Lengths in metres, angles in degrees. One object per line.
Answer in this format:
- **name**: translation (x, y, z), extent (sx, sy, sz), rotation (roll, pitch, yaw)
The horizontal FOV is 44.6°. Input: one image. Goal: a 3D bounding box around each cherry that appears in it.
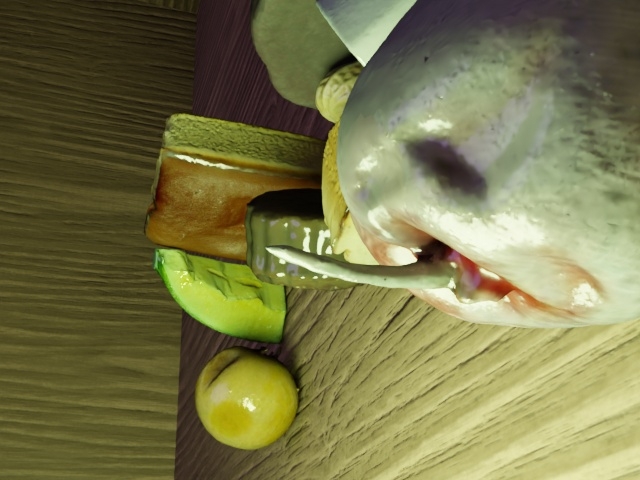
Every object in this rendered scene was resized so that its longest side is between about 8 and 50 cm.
- **cherry**: translation (0.165, -0.088, 0.577), extent (0.326, 0.291, 0.335), rotation (-85, 21, -79)

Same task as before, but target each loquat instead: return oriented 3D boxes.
- **loquat**: translation (-0.140, 0.295, 1.498), extent (0.213, 0.213, 0.213), rotation (-172, 90, -72)

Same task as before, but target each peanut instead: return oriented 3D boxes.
- **peanut**: translation (0.084, -0.197, 0.999), extent (0.093, 0.194, 0.083), rotation (-55, -49, -62)

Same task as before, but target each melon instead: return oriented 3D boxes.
- **melon**: translation (-0.218, 0.099, 1.641), extent (0.124, 0.323, 0.196), rotation (-52, 33, 30)

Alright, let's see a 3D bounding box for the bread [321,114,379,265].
- **bread**: translation (0.106, -0.053, 0.907), extent (0.224, 0.184, 0.211), rotation (-164, 81, -74)

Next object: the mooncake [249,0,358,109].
- **mooncake**: translation (0.050, -0.315, 1.038), extent (0.306, 0.306, 0.154), rotation (123, 155, -53)

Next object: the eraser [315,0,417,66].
- **eraser**: translation (0.137, -0.300, 0.810), extent (0.290, 0.104, 0.189), rotation (-39, 36, 12)

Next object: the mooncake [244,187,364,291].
- **mooncake**: translation (0.000, 0.000, 1.160), extent (0.228, 0.228, 0.124), rotation (-139, 50, -69)

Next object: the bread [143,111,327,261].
- **bread**: translation (-0.162, -0.090, 1.517), extent (0.323, 0.333, 0.143), rotation (117, 156, -54)
